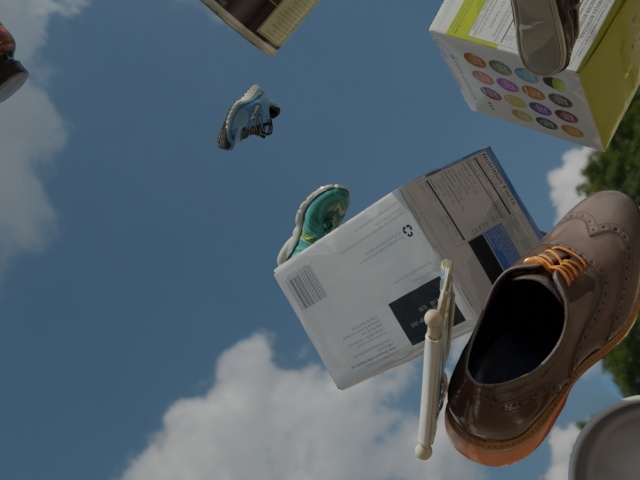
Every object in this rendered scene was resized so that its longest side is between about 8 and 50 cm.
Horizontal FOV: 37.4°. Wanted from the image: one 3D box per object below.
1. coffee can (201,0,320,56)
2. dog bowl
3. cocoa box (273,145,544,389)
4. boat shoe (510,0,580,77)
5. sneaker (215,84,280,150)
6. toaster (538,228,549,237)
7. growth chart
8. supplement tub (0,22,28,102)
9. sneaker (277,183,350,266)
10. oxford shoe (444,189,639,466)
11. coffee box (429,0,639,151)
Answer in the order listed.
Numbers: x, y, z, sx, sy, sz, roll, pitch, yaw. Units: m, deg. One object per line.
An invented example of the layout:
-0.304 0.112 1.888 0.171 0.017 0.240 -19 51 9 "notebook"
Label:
-0.053 -0.434 1.363 0.275 0.201 0.202 -48 -36 11 "coffee can"
0.533 0.378 1.488 0.265 0.265 0.104 -54 -29 5 "dog bowl"
0.144 0.048 1.469 0.228 0.231 0.347 -26 -5 -41 "cocoa box"
0.349 -0.427 1.494 0.095 0.112 0.335 -43 -50 -47 "boat shoe"
-0.111 -0.193 1.527 0.162 0.073 0.063 -57 -1 -46 "sneaker"
0.427 0.072 1.991 0.110 0.168 0.185 22 -38 -18 "toaster"
0.116 0.103 0.927 0.237 0.021 0.171 -49 -38 -73 "growth chart"
-0.482 -0.275 1.260 0.106 0.198 0.106 -42 2 2 "supplement tub"
0.000 0.000 2.002 0.107 0.110 0.275 4 -52 -28 "sneaker"
0.247 0.057 0.961 0.363 0.130 0.132 -52 -30 -32 "oxford shoe"
0.482 -0.439 1.933 0.338 0.334 0.337 -61 -32 -8 "coffee box"
